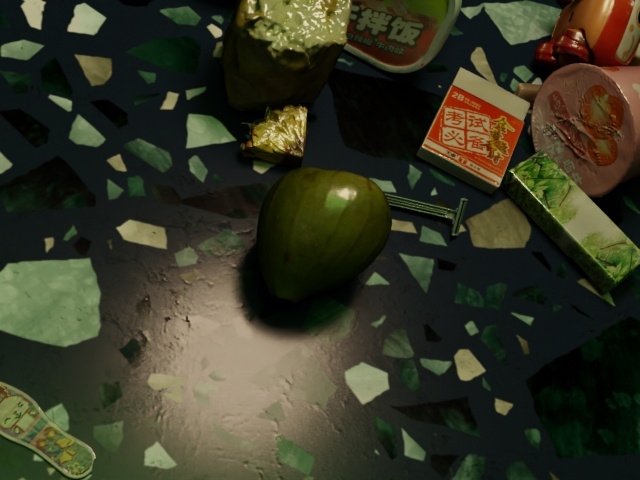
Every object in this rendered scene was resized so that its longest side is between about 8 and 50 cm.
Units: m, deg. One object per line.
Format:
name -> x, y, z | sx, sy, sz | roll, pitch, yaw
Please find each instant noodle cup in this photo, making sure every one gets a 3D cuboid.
instant noodle cup -> 0.553, -0.214, 1.764 | 0.231, 0.243, 0.243 | -13, 64, -31
instant noodle cup -> 0.166, -0.519, 1.823 | 0.294, 0.294, 0.308 | 29, 48, 2

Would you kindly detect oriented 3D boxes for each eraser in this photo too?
eraser -> 0.288, -0.207, 1.785 | 0.157, 0.038, 0.230 | 27, 56, 1

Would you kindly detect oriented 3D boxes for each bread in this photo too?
bread -> -0.066, -0.344, 1.640 | 0.196, 0.252, 0.238 | 13, 61, -15

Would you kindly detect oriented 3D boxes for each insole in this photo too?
insole -> -0.389, 0.257, 1.301 | 0.197, 0.004, 0.065 | 36, 55, 7

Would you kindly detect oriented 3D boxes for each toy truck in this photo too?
toy truck -> 0.565, -0.398, 1.872 | 0.239, 0.265, 0.189 | 19, 91, -4

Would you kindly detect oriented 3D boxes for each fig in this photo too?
fig -> 0.000, 0.000, 1.477 | 0.203, 0.203, 0.225 | 22, 80, -3

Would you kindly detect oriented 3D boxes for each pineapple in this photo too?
pineapple -> -0.069, -0.168, 1.640 | 0.137, 0.069, 0.116 | -33, 79, -22

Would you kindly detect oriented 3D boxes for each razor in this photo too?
razor -> 0.153, -0.061, 1.653 | 0.191, 0.037, 0.068 | 13, 98, -5

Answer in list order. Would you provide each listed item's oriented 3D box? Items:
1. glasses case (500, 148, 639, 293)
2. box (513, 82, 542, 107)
glasses case -> 0.447, -0.034, 1.713 | 0.095, 0.062, 0.272 | -32, 72, -25
box -> 0.432, -0.279, 1.869 | 0.115, 0.048, 0.025 | 2, 52, -17
